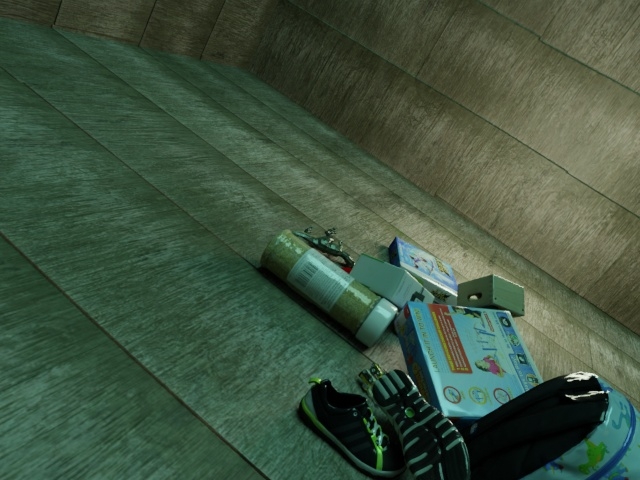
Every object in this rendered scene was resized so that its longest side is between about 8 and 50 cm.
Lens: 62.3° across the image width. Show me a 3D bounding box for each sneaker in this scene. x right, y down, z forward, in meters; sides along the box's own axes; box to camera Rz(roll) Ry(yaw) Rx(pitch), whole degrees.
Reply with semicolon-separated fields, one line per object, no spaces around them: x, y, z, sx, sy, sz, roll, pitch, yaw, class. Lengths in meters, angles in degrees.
0.067;0.336;0.959;0.235;0.097;0.084;33;22;4;sneaker
0.205;0.377;0.980;0.162;0.107;0.281;59;1;-34;sneaker

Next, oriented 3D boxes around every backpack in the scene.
0.404;0.389;0.939;0.273;0.355;0.290;36;22;9;backpack

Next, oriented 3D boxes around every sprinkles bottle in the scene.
0.019;0.116;1.332;0.355;0.121;0.121;36;22;12;sprinkles bottle

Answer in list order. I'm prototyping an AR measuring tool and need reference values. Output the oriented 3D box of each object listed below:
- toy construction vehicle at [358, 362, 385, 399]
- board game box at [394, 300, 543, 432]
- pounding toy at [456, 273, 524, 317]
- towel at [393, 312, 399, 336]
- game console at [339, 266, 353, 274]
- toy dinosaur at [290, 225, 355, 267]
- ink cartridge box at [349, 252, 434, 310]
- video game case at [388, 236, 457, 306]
0.124;0.317;1.169;0.086;0.035;0.098;21;24;-52;toy construction vehicle
0.358;0.299;1.250;0.302;0.086;0.308;7;43;-18;board game box
0.480;0.186;1.480;0.206;0.181;0.094;22;62;-27;pounding toy
0.268;0.258;1.480;0.148;0.027;0.110;28;23;-7;towel
0.095;0.141;1.524;0.124;0.085;0.144;3;17;13;game console
0.000;0.000;1.645;0.268;0.064;0.118;22;30;-15;toy dinosaur
0.194;0.131;1.430;0.153;0.086;0.208;22;-11;40;ink cartridge box
0.365;0.110;1.875;0.244;0.061;0.269;29;22;-8;video game case
